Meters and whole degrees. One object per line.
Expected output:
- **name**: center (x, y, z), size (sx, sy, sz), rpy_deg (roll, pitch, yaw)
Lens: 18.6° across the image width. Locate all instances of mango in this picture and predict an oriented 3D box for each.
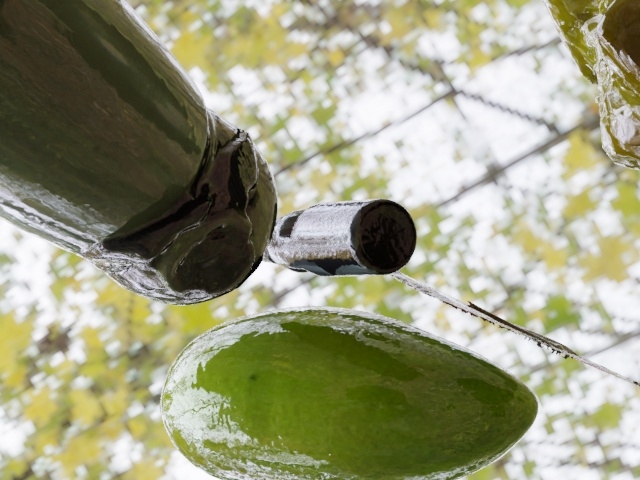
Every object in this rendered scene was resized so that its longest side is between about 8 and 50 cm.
- **mango**: center (0.024, 0.134, 1.602), size (0.192, 0.343, 0.156), rpy_deg (-16, -76, -51)

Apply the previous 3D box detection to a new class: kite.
- **kite**: center (0.196, 0.089, 1.863), size (0.327, 0.013, 0.377), rpy_deg (26, 180, 19)

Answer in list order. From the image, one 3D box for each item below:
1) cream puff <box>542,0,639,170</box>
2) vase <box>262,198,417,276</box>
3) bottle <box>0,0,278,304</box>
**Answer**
- **cream puff**: center (0.326, -0.176, 1.319), size (0.378, 0.378, 0.275), rpy_deg (49, -162, -12)
- **vase**: center (0.000, 0.000, 1.547), size (0.060, 0.211, 0.060), rpy_deg (1, -92, -28)
- **bottle**: center (-0.158, -0.077, 1.246), size (0.347, 0.168, 0.168), rpy_deg (40, -138, -45)
